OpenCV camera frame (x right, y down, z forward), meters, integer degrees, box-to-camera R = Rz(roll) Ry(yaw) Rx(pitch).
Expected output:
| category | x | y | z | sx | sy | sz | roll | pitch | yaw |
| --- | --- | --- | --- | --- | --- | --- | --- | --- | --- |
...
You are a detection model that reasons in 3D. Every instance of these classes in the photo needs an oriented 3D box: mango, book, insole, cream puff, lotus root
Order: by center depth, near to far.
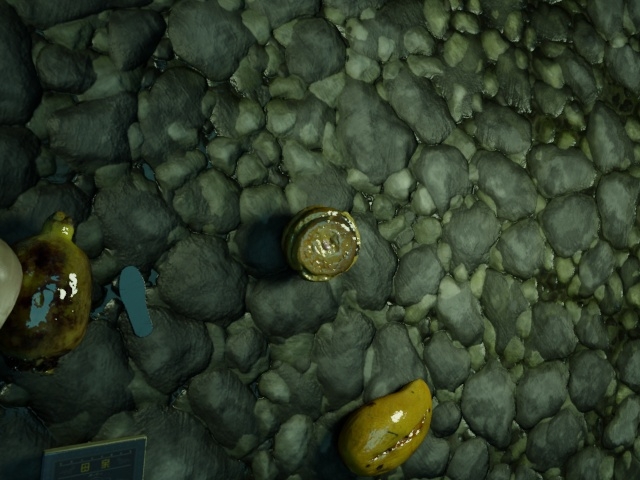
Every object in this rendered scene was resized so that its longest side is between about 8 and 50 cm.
| category | x | y | z | sx | sy | sz | roll | pitch | yaw |
| --- | --- | --- | --- | --- | --- | --- | --- | --- | --- |
| lotus root | -0.506 | 0.099 | 0.881 | 0.170 | 0.141 | 0.313 | 7 | 85 | -21 |
| book | -0.450 | 0.531 | 0.954 | 0.191 | 0.025 | 0.269 | 6 | 88 | -37 |
| insole | -0.383 | 0.128 | 1.013 | 0.053 | 0.002 | 0.152 | -18 | 98 | -23 |
| cream puff | 0.000 | 0.000 | 1.118 | 0.189 | 0.129 | 0.188 | -6 | 105 | -22 |
| mango | 0.176 | 0.466 | 1.207 | 0.295 | 0.120 | 0.177 | -25 | 102 | -22 |

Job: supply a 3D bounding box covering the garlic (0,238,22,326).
| category | x | y | z | sx | sy | sz | roll | pitch | yaw |
| --- | --- | --- | --- | --- | --- | --- | --- | --- | --- |
| garlic | -0.625 | 0.092 | 0.774 | 0.231 | 0.340 | 0.245 | -44 | 111 | -47 |
